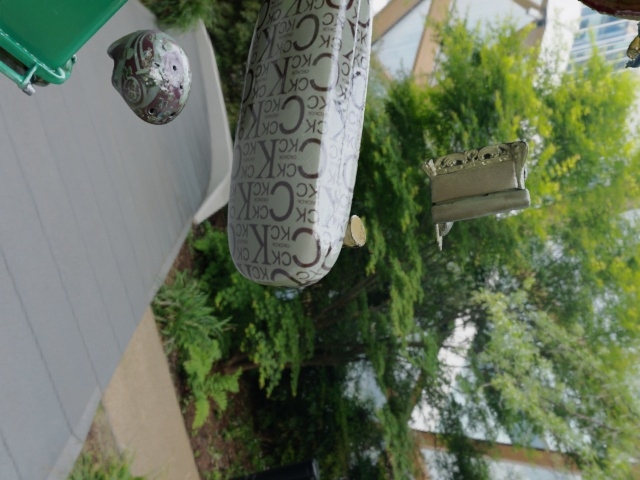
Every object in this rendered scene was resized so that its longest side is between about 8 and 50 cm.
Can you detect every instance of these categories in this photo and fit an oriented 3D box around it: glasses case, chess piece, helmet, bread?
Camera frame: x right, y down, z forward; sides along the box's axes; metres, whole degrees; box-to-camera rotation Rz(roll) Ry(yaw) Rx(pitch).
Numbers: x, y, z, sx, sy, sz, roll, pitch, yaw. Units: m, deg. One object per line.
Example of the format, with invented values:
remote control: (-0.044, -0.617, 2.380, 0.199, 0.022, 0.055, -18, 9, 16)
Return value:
glasses case: (-0.023, -0.129, 0.558, 0.085, 0.137, 0.355, 14, 80, -46)
chess piece: (0.000, 0.000, 1.030, 0.060, 0.171, 0.060, 30, 53, -49)
helmet: (-0.306, -0.323, 1.022, 0.153, 0.107, 0.177, -5, 74, -55)
bread: (0.803, -0.462, 1.305, 0.054, 0.135, 0.155, 89, -10, -56)

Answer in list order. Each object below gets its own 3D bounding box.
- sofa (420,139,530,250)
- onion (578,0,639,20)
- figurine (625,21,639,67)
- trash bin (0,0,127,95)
sofa: (0.321, -0.086, 1.091, 0.258, 0.199, 0.182, -14, 93, -75)
onion: (0.335, -0.324, 0.513, 0.161, 0.247, 0.248, 35, 36, -61)
figurine: (0.561, -0.299, 0.852, 0.178, 0.114, 0.145, 40, 26, -32)
trash bin: (-0.393, -0.445, 0.814, 0.259, 0.380, 0.295, 40, 29, -44)
